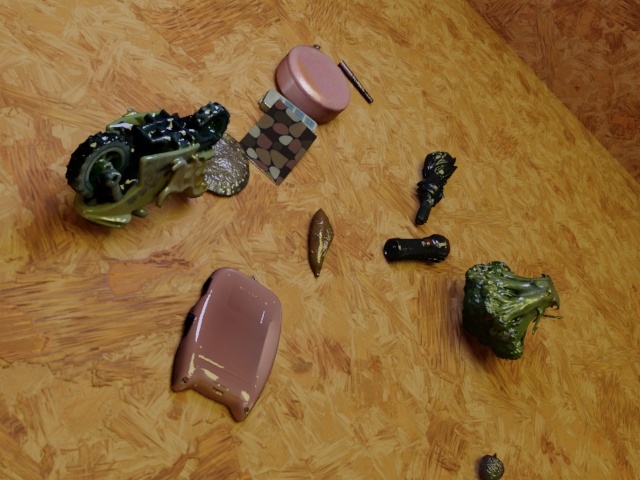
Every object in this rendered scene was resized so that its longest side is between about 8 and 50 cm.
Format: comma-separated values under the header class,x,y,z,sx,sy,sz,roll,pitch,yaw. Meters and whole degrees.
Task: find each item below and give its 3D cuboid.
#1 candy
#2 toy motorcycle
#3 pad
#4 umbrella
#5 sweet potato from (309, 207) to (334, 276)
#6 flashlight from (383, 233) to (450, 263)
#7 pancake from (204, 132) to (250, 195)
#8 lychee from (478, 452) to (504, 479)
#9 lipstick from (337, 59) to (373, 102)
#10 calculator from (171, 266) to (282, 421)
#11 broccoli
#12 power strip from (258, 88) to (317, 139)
class,x,y,z,sx,sy,sz,roll,pitch,yaw
candy,-0.019,-0.487,1.755,0.255,0.094,0.256,24,49,-30
toy motorcycle,-0.345,-0.155,1.166,0.168,0.237,0.410,44,40,9
pad,-0.116,-0.275,1.580,0.158,0.003,0.235,43,54,-13
umbrella,0.377,-0.177,1.923,0.118,0.118,0.340,38,51,-17
sweet potato,0.000,0.000,1.501,0.067,0.060,0.206,6,65,5
flashlight,0.292,0.023,1.722,0.231,0.093,0.093,1,64,-40
pancake,-0.257,-0.199,1.423,0.199,0.021,0.200,21,52,-30
lychee,0.456,0.604,1.517,0.067,0.068,0.083,31,60,17
lipstick,0.125,-0.547,1.975,0.176,0.027,0.027,50,43,-7
calculator,-0.184,0.199,1.221,0.220,0.048,0.330,32,45,-20
broccoli,0.567,0.209,1.712,0.304,0.283,0.321,57,27,-20
power strip,-0.092,-0.362,1.661,0.192,0.035,0.082,37,48,-18
